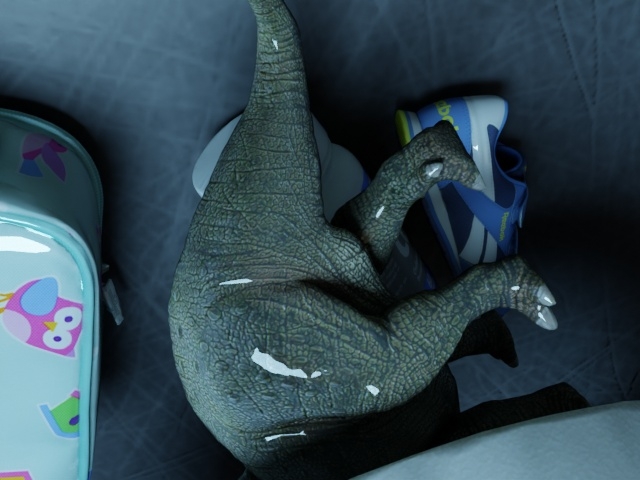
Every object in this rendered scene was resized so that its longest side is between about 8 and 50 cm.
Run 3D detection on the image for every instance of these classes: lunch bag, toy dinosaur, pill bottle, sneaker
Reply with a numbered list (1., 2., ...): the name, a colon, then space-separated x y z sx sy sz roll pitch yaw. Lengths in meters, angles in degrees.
1. lunch bag: -0.234 0.035 0.413 0.279 0.108 0.224 3 120 -14
2. toy dinosaur: 0.010 0.050 0.361 0.160 0.121 0.313 -27 132 -5
3. pill bottle: 0.000 0.000 0.445 0.078 0.078 0.137 -28 126 11
4. sneaker: 0.087 -0.015 0.466 0.059 0.053 0.144 -23 127 5

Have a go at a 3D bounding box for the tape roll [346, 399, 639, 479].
1. tape roll: 0.064 0.215 0.424 0.392 0.072 0.392 -14 140 -12
